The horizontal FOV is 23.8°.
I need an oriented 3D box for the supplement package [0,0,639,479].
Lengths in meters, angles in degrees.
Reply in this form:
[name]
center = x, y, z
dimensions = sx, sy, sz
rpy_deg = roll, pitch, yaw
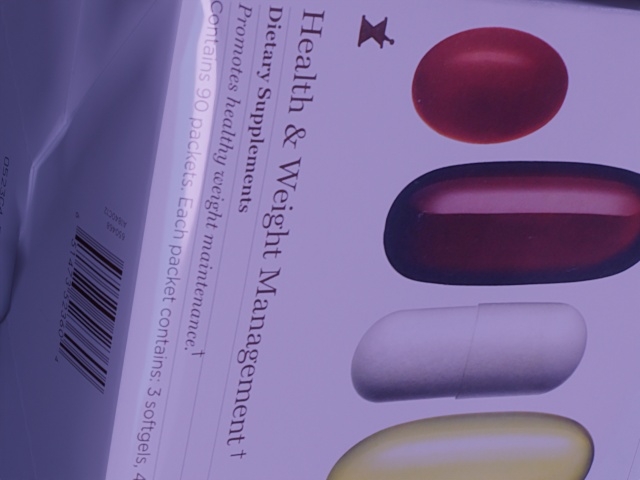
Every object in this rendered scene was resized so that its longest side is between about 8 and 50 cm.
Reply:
[supplement package]
center = 0.000, 0.000, 0.478
dimensions = 0.203, 0.149, 0.194
rpy_deg = -1, 111, -33
